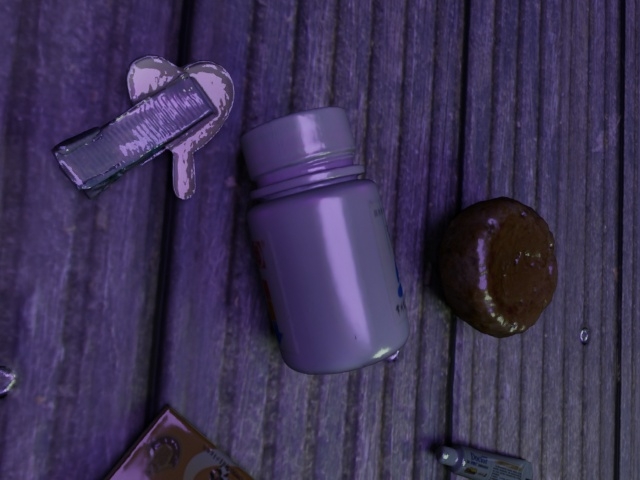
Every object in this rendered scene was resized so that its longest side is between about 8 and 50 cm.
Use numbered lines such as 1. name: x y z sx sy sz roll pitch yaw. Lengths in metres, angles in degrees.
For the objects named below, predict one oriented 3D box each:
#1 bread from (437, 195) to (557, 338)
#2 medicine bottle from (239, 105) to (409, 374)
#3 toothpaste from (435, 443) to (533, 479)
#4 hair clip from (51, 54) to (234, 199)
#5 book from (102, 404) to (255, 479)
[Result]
1. bread: 0.280 0.043 0.737 0.230 0.123 0.230 0 90 -33
2. medicine bottle: 0.000 0.000 0.560 0.170 0.170 0.293 -18 96 -28
3. toothpaste: 0.285 0.389 0.770 0.255 0.037 0.067 28 69 -28
4. hair clip: -0.186 -0.124 0.524 0.218 0.071 0.159 -41 112 -17
5. book: -0.196 0.366 0.489 0.208 0.020 0.295 48 58 -15
